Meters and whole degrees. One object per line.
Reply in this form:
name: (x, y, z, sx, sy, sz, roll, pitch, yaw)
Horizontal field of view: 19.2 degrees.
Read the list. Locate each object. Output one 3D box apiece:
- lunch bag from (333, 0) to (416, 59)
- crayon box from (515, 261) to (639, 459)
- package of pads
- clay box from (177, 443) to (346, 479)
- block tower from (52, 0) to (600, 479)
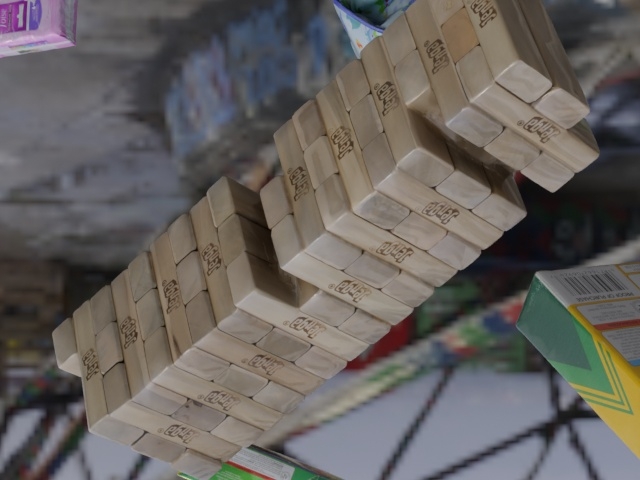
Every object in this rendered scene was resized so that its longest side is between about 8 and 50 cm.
lunch bag: (0.086, -0.173, 1.759, 0.151, 0.129, 0.096, 16, -129, 45)
crayon box: (0.394, 0.150, 2.119, 0.203, 0.083, 0.323, -5, -143, -33)
package of pads: (-0.248, -0.189, 1.630, 0.083, 0.050, 0.032, -6, 162, 25)
clay box: (-0.038, 0.229, 1.787, 0.127, 0.053, 0.222, 20, 175, 17)
block tower: (0.000, 0.000, 1.020, 0.091, 0.097, 0.335, 28, 123, -38)
